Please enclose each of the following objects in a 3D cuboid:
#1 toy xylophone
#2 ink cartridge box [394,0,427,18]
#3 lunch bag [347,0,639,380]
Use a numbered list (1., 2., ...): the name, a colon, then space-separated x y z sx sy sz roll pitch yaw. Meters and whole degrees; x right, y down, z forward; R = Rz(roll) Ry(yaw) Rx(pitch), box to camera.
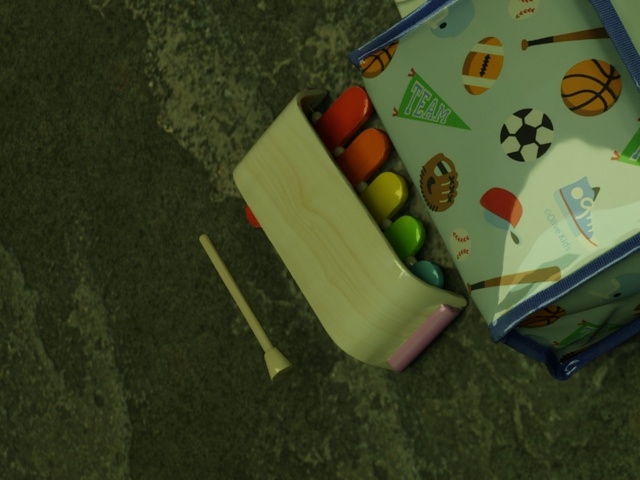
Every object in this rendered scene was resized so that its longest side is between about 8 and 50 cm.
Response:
1. toy xylophone: 0.000 0.000 1.980 0.236 0.081 0.323 -39 64 31
2. ink cartridge box: 0.165 -0.298 1.879 0.232 0.066 0.189 -37 65 37
3. lunch bag: 0.268 -0.121 1.672 0.385 0.239 0.328 -32 66 16
